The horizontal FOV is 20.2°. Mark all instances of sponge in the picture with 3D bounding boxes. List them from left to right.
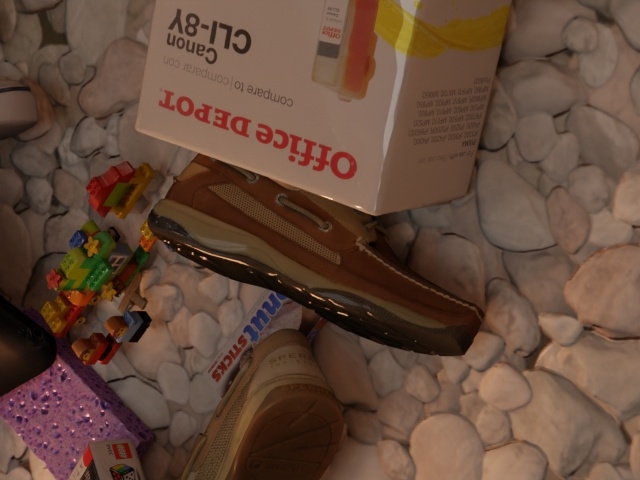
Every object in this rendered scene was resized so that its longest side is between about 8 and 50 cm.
[{"bbox_3d":[-0.273,0.181,1.895,0.210,0.031,0.117,43,118,22],"label":"sponge"}]

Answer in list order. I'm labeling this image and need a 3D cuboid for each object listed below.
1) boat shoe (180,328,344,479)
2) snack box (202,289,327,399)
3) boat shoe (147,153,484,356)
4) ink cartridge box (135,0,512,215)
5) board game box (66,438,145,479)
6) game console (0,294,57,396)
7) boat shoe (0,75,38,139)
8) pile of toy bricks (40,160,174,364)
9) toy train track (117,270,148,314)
[{"bbox_3d":[-0.072,0.232,1.727,0.341,0.122,0.110,-60,29,33],"label":"boat shoe"},{"bbox_3d":[-0.045,0.092,1.728,0.064,0.022,0.178,49,120,20],"label":"snack box"},{"bbox_3d":[0.000,0.000,1.622,0.324,0.122,0.120,23,79,17],"label":"boat shoe"},{"bbox_3d":[0.016,-0.242,1.549,0.279,0.160,0.384,21,109,31],"label":"ink cartridge box"},{"bbox_3d":[-0.234,0.361,1.803,0.305,0.053,0.193,-57,45,44],"label":"board game box"},{"bbox_3d":[-0.515,0.077,1.844,0.342,0.060,0.386,-26,127,33],"label":"game console"},{"bbox_3d":[-0.439,-0.173,1.909,0.367,0.136,0.156,-4,92,45],"label":"boat shoe"},{"bbox_3d":[-0.225,0.030,1.777,0.118,0.105,0.212,50,117,29],"label":"pile of toy bricks"},{"bbox_3d":[-0.201,0.043,1.835,0.083,0.014,0.048,40,112,32],"label":"toy train track"}]
